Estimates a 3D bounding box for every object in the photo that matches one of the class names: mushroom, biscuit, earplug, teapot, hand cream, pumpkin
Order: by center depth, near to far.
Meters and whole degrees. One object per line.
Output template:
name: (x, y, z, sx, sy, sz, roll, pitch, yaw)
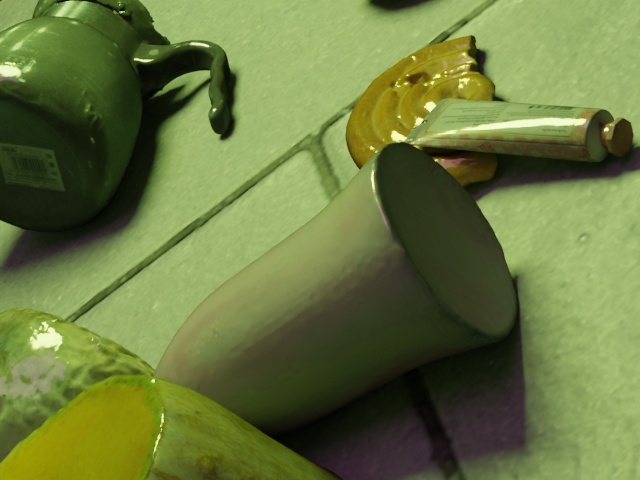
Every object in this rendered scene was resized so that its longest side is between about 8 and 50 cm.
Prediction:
pumpkin: (-0.147, 0.243, 1.198, 0.332, 0.199, 0.332, -28, 31, 18)
earplug: (-0.015, 0.070, 1.314, 0.301, 0.172, 0.172, -32, 31, 27)
hand cream: (0.164, -0.092, 1.390, 0.210, 0.043, 0.067, 9, 48, 43)
mushroom: (-0.256, 0.159, 1.457, 0.189, 0.164, 0.267, -51, 32, -17)
biscuit: (0.091, -0.115, 1.510, 0.145, 0.033, 0.224, -14, 35, 12)
teapot: (-0.258, -0.185, 1.859, 0.305, 0.223, 0.285, -21, 29, 36)
